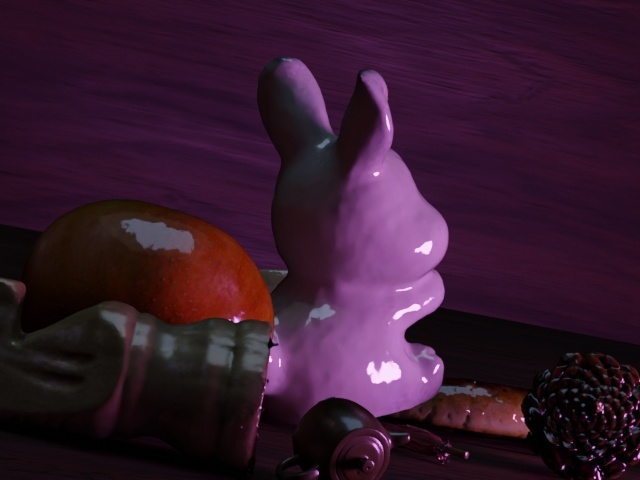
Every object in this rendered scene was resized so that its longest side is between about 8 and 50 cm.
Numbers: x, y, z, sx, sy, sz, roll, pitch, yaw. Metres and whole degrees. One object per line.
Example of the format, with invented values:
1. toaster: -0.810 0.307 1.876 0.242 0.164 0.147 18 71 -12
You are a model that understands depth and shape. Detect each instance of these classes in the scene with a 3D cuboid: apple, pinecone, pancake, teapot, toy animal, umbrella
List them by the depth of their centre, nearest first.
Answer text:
1. teapot: 0.017 0.181 1.680 0.121 0.076 0.068 -19 26 -23
2. apple: -0.164 0.071 1.833 0.235 0.210 0.173 3 37 14
3. umbrella: 0.086 0.199 2.002 0.165 0.027 0.025 15 5 42
4. toy animal: 0.007 0.003 2.033 0.196 0.367 0.241 12 7 44
5. pinecone: 0.274 0.185 2.051 0.140 0.140 0.121 13 -25 14
6. pancake: 0.192 0.187 2.321 0.427 0.067 0.305 9 2 -19

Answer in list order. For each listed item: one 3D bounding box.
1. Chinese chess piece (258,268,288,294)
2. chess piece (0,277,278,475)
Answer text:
1. Chinese chess piece: -0.046 0.091 2.298 0.273 0.102 0.273 0 -6 0
2. chess piece: -0.193 0.111 1.685 0.301 0.137 0.137 9 3 -4
